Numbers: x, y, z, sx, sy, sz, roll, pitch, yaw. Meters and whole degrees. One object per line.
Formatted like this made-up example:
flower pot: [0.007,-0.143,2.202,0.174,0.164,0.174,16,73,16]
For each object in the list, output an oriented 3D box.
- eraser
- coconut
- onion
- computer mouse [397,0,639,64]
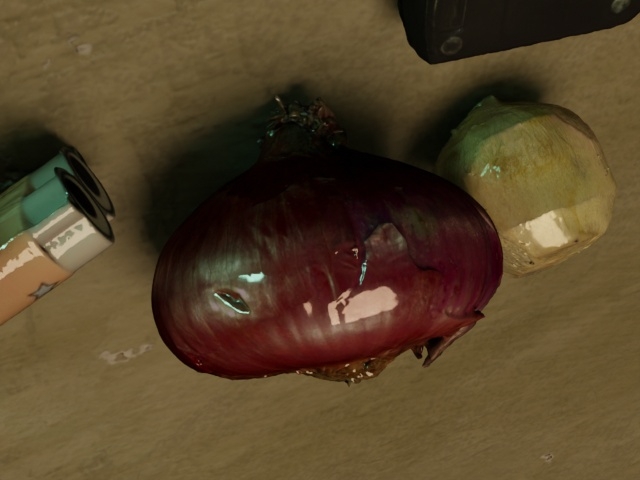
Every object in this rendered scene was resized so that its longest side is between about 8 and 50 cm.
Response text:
eraser: [-0.317,0.041,1.096,0.290,0.171,0.087,-34,112,4]
coconut: [0.212,-0.065,1.342,0.194,0.194,0.194,-19,141,-16]
onion: [0.000,0.000,1.224,0.348,0.285,0.347,-9,179,0]
computer mouse: [0.195,-0.267,1.160,0.269,0.100,0.170,-13,137,-16]
